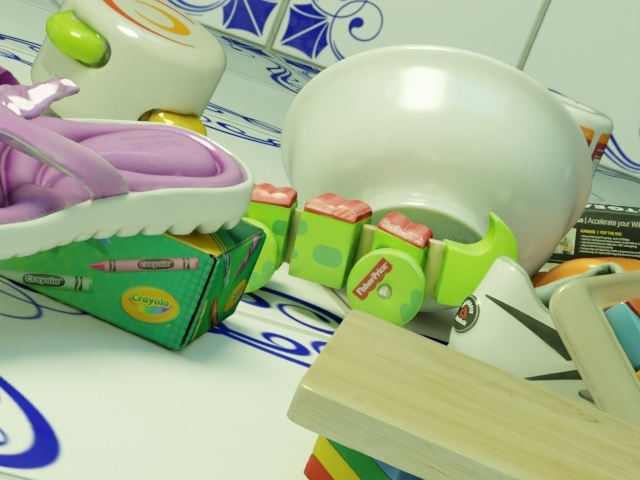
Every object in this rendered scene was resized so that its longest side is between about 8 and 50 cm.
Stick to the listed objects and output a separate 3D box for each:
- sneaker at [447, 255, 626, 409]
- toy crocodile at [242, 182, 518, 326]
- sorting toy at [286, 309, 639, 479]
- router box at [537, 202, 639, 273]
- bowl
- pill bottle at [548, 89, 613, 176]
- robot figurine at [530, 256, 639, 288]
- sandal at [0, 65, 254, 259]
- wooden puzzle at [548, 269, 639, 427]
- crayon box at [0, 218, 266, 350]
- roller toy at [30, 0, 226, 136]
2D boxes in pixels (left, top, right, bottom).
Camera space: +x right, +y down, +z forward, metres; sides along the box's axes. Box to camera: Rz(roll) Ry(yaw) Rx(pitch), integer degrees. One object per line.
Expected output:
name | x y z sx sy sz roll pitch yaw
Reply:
sneaker | 0.261 0.101 1.690 0.331 0.146 0.122 17 10 -31
toy crocodile | 0.000 0.000 1.711 0.341 0.105 0.115 13 10 8
sorting toy | 0.107 0.153 1.248 0.257 0.089 0.255 23 11 4
router box | 0.289 0.032 1.997 0.179 0.133 0.046 5 11 1
bowl | 0.098 -0.028 1.830 0.298 0.298 0.134 20 48 -8
pill bottle | 0.230 -0.053 2.186 0.121 0.221 0.121 21 11 -4
robot figurine | 0.269 0.077 1.864 0.158 0.128 0.219 -16 -8 27
sandal | -0.195 -0.071 1.341 0.169 0.102 0.416 31 19 27
wooden puzzle | 0.285 0.120 1.556 0.239 0.044 0.221 -8 68 -60
crayon box | -0.196 -0.016 1.513 0.278 0.081 0.165 23 11 7
roller toy | -0.211 -0.184 2.170 0.209 0.146 0.191 26 18 -10
